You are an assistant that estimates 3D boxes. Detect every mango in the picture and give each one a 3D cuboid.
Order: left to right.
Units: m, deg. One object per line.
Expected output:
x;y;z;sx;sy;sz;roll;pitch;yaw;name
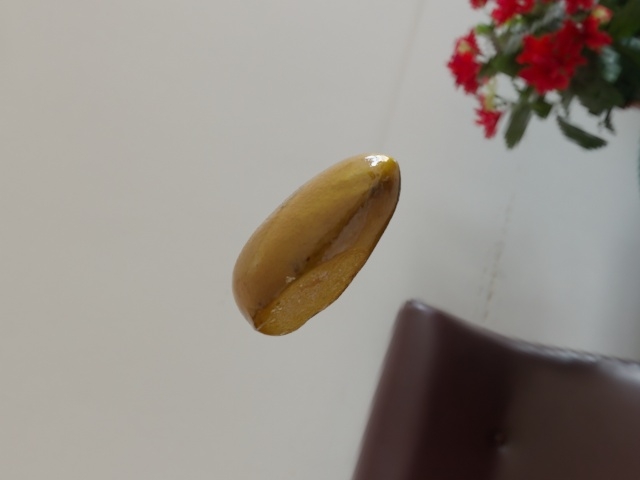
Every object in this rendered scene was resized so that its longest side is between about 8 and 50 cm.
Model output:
-0.004;-0.005;1.102;0.217;0.102;0.141;-46;-20;20;mango
